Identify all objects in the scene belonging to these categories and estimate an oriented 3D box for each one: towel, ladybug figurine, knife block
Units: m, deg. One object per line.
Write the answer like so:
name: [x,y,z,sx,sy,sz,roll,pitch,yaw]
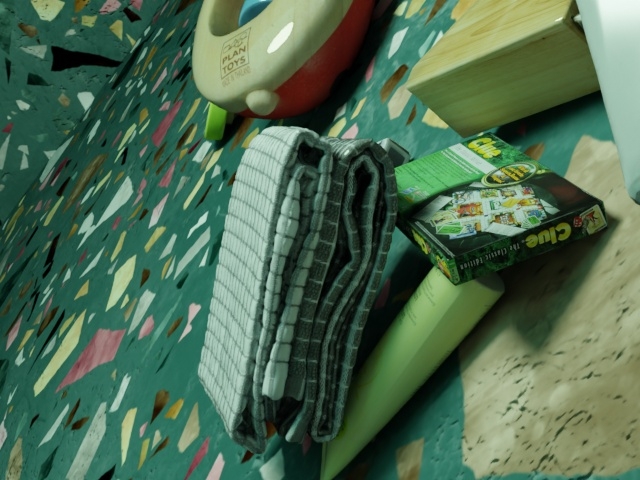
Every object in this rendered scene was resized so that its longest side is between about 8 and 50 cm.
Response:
towel: [-0.020,0.039,1.180,0.235,0.121,0.284,-153,73,-76]
ladybug figurine: [-0.036,-0.333,1.814,0.305,0.162,0.449,-22,42,39]
knife block: [0.218,-0.177,1.124,0.276,0.088,0.242,-46,24,14]

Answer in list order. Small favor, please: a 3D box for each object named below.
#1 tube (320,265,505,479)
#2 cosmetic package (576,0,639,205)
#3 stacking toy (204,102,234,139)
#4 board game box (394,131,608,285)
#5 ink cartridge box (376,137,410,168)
tube: [0.066,0.111,1.116,0.062,0.070,0.240,48,116,27]
cosmetic package: [0.307,-0.197,0.519,0.327,0.329,0.394,-41,39,37]
stacking toy: [-0.099,-0.313,2.124,0.309,0.130,0.279,-86,8,-57]
board game box: [0.135,-0.035,1.114,0.136,0.030,0.260,-23,20,-5]
ink cartridge box: [0.000,0.000,1.448,0.206,0.045,0.208,-19,43,58]
